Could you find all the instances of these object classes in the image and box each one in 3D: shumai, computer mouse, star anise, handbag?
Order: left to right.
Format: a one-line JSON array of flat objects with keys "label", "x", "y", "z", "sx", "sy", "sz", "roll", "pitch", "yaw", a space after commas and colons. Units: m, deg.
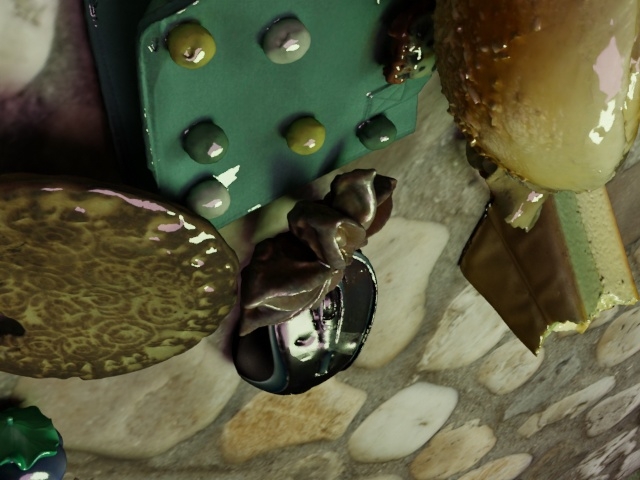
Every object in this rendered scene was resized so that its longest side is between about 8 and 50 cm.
[{"label": "handbag", "x": -0.025, "y": -0.133, "z": 0.761, "sx": 0.274, "sy": 0.100, "sz": 0.268, "roll": -24, "pitch": 146, "yaw": -20}, {"label": "computer mouse", "x": -0.015, "y": 0.096, "z": 1.078, "sx": 0.137, "sy": 0.096, "sz": 0.233, "roll": -20, "pitch": 146, "yaw": -26}, {"label": "star anise", "x": -0.009, "y": 0.012, "z": 0.904, "sx": 0.197, "sy": 0.073, "sz": 0.212, "roll": -49, "pitch": 173, "yaw": 8}, {"label": "shumai", "x": 0.216, "y": -0.107, "z": 1.020, "sx": 0.209, "sy": 0.161, "sz": 0.153, "roll": -39, "pitch": 177, "yaw": -35}]

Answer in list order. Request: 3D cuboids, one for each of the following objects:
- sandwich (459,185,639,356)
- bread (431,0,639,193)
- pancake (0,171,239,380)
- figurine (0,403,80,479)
[{"label": "sandwich", "x": 0.288, "y": 0.012, "z": 1.187, "sx": 0.108, "sy": 0.186, "sz": 0.220, "roll": -15, "pitch": 142, "yaw": -36}, {"label": "bread", "x": 0.171, "y": -0.178, "z": 0.724, "sx": 0.305, "sy": 0.159, "sz": 0.305, "roll": 6, "pitch": 90, "yaw": -72}, {"label": "pancake", "x": -0.203, "y": 0.039, "z": 0.801, "sx": 0.288, "sy": 0.033, "sz": 0.286, "roll": 18, "pitch": 141, "yaw": -36}, {"label": "figurine", "x": -0.287, "y": 0.235, "z": 0.977, "sx": 0.102, "sy": 0.111, "sz": 0.195, "roll": -44, "pitch": 155, "yaw": -31}]
